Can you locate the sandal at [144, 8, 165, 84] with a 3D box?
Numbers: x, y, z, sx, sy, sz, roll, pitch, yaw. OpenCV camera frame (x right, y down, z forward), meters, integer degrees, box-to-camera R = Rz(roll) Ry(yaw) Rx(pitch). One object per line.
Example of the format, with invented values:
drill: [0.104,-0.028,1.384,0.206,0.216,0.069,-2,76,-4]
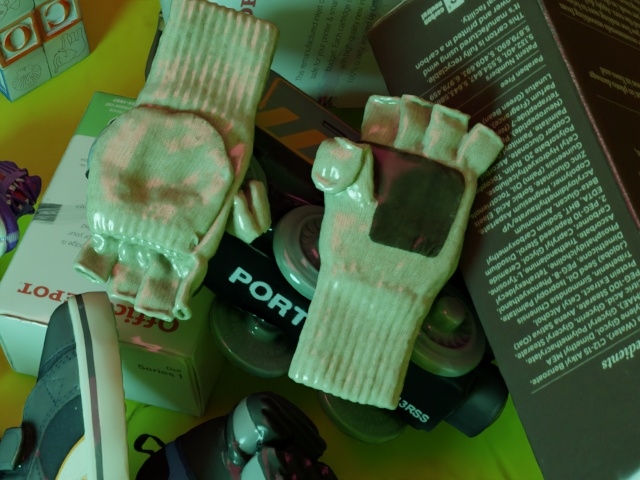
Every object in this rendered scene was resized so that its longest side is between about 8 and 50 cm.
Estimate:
sandal: [-0.098,-0.189,1.462,0.090,0.060,0.219,5,53,9]

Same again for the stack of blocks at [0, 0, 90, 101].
stack of blocks: [-0.328,-0.276,1.478,0.087,0.171,0.297,-35,58,-20]

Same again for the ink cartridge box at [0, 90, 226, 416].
ink cartridge box: [-0.130,0.008,1.294,0.160,0.092,0.219,13,56,13]

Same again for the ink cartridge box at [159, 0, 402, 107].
ink cartridge box: [0.020,-0.238,1.364,0.270,0.198,0.197,-3,51,-18]

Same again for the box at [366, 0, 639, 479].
box: [0.191,-0.003,1.153,0.143,0.191,0.381,-36,60,29]

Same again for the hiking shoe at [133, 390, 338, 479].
hiking shoe: [-0.047,0.254,1.115,0.132,0.113,0.304,-23,55,25]

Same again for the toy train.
toy train: [0.000,0.000,1.198,0.334,0.142,0.190,34,44,-6]

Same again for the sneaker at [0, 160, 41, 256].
sneaker: [-0.247,-0.035,1.323,0.071,0.068,0.170,-9,21,-13]

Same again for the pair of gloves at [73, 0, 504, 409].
pair of gloves: [-0.023,-0.026,1.075,0.240,0.042,0.204,25,79,-7]

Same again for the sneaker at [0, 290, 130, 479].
sneaker: [-0.179,0.187,1.101,0.128,0.126,0.321,-3,70,-7]
